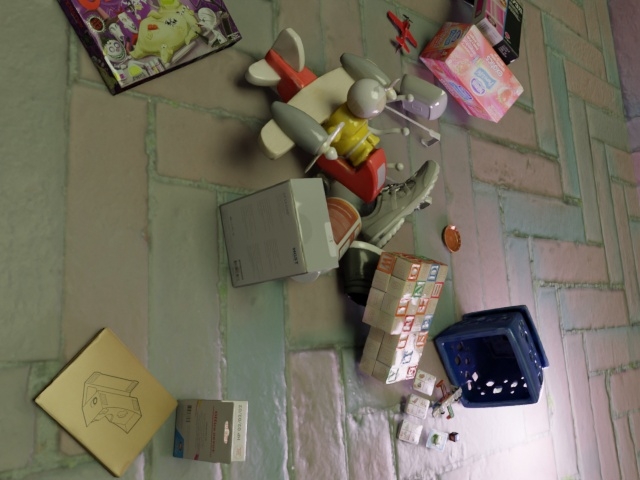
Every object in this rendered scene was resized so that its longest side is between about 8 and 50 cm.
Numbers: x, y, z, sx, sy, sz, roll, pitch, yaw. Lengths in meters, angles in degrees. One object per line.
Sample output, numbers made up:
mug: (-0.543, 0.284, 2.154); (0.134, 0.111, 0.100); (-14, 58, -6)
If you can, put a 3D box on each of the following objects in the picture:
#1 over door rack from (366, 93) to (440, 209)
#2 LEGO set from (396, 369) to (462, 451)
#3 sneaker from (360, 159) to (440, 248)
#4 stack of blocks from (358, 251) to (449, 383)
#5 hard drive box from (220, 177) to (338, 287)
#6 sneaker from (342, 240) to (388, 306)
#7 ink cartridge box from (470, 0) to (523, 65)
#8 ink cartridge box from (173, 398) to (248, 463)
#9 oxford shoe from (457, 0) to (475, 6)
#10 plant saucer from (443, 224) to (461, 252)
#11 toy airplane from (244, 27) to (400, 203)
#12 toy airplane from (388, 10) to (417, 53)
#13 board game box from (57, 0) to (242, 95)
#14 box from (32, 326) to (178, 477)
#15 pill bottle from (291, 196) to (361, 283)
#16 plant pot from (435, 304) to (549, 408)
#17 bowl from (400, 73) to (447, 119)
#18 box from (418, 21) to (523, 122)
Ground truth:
over door rack: (0.227, -0.265, 1.701); (0.324, 0.108, 0.240); (29, 62, -36)
LEGO set: (0.298, 0.460, 1.656); (0.244, 0.060, 0.183); (28, 74, -35)
sneaker: (0.196, -0.110, 1.575); (0.115, 0.105, 0.281); (41, 78, 3)
stack of blocks: (0.185, 0.183, 1.471); (0.171, 0.087, 0.297); (5, 103, -49)
hard drive box: (-0.089, -0.011, 1.245); (0.089, 0.232, 0.181); (-7, 86, -44)
sneaker: (0.162, 0.108, 1.560); (0.295, 0.104, 0.147); (19, 71, -36)
ink cartridge box: (0.569, -0.731, 1.980); (0.175, 0.069, 0.371); (38, 46, -23)
ink cartridge box: (-0.186, 0.337, 1.103); (0.061, 0.181, 0.104); (14, 71, -41)
oxford shoe: (0.470, -0.880, 2.073); (0.348, 0.123, 0.130); (2, 81, -44)
plant saucer: (0.395, -0.005, 1.866); (0.083, 0.013, 0.084); (13, 71, -42)
toy airplane: (0.023, -0.308, 1.395); (0.384, 0.272, 0.386); (17, 65, -42)
toy airplane: (0.250, -0.622, 1.863); (0.151, 0.028, 0.151); (13, 72, -43)
board game box: (-0.329, -0.448, 1.251); (0.347, 0.056, 0.208); (-41, 105, -41)
box: (-0.360, 0.277, 1.063); (0.201, 0.021, 0.164); (55, 49, -21)
pill bottle: (0.000, 0.000, 1.386); (0.121, 0.121, 0.216); (60, 37, -16)
plant pot: (0.497, 0.313, 1.742); (0.212, 0.236, 0.236); (-33, 103, -49)
bowl: (0.285, -0.397, 1.756); (0.053, 0.142, 0.142); (-60, 167, -8)
box: (0.474, -0.523, 1.935); (0.300, 0.154, 0.142); (37, 92, -33)
